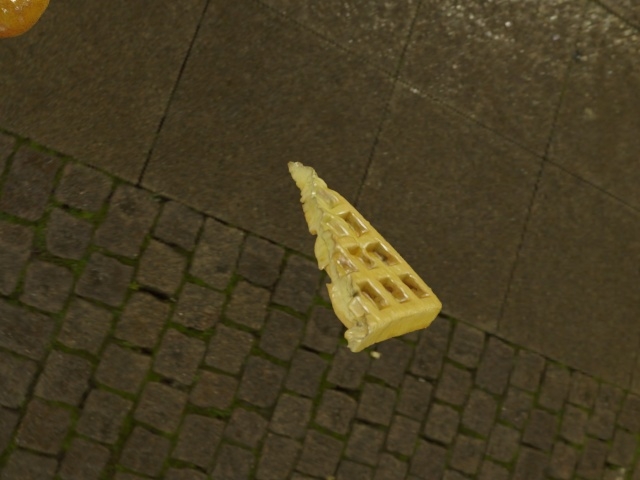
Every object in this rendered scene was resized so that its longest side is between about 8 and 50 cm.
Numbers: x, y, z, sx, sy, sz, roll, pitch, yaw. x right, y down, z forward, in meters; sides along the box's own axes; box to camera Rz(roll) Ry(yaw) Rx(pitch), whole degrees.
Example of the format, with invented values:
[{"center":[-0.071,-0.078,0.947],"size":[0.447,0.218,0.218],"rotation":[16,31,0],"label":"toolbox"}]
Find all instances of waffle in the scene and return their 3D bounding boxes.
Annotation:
[{"center":[0.000,0.000,0.668],"size":[0.191,0.032,0.125],"rotation":[46,30,22],"label":"waffle"}]

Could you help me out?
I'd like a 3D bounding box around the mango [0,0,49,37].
[{"center":[-0.306,-0.227,0.722],"size":[0.163,0.111,0.089],"rotation":[19,73,-12],"label":"mango"}]
